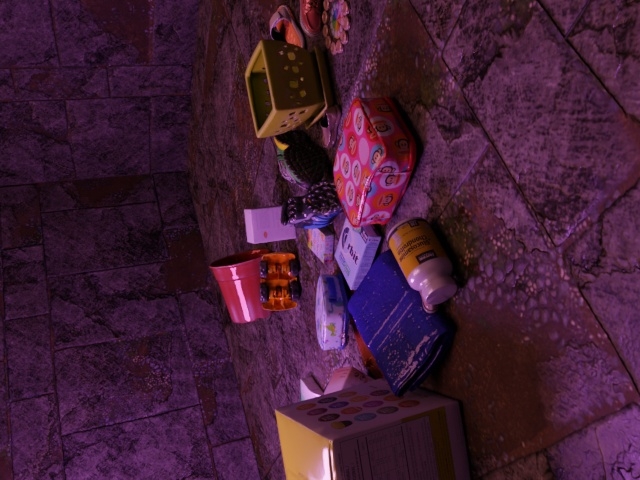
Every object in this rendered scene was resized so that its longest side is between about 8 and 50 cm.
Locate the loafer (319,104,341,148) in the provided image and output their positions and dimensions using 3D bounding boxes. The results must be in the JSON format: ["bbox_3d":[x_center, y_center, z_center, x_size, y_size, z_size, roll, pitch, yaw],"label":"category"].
[{"bbox_3d":[0.022,-0.338,1.767,0.148,0.050,0.056,102,151,-42],"label":"loafer"}]

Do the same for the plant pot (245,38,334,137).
[{"bbox_3d":[-0.091,-0.456,1.799,0.227,0.207,0.228,151,110,-67],"label":"plant pot"}]

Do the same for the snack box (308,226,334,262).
[{"bbox_3d":[0.000,0.000,1.959,0.141,0.037,0.100,-134,40,-57],"label":"snack box"}]

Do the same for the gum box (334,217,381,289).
[{"bbox_3d":[0.100,0.018,1.660,0.157,0.041,0.184,-115,34,-49],"label":"gum box"}]

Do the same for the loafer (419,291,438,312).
[{"bbox_3d":[0.240,0.104,1.348,0.039,0.045,0.125,79,179,-48],"label":"loafer"}]

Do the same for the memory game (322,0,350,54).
[{"bbox_3d":[0.042,-0.618,1.670,0.186,0.012,0.186,173,90,-69],"label":"memory game"}]

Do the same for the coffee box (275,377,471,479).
[{"bbox_3d":[0.121,0.550,1.403,0.337,0.334,0.338,-9,90,66],"label":"coffee box"}]

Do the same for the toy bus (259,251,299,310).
[{"bbox_3d":[-0.166,0.139,2.325,0.211,0.149,0.220,-117,26,-76],"label":"toy bus"}]

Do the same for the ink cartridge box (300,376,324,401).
[{"bbox_3d":[-0.012,0.639,2.199,0.224,0.056,0.181,-138,44,-62],"label":"ink cartridge box"}]

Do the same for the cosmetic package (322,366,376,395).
[{"bbox_3d":[0.052,0.516,1.665,0.296,0.129,0.153,-62,10,-24],"label":"cosmetic package"}]

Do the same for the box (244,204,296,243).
[{"bbox_3d":[-0.189,-0.064,2.239,0.091,0.170,0.130,-170,75,-68],"label":"box"}]

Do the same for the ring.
[{"bbox_3d":[0.150,0.236,1.668,0.336,0.032,0.337,171,90,-69],"label":"ring"}]

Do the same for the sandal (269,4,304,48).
[{"bbox_3d":[-0.124,-0.700,1.977,0.102,0.076,0.265,103,151,-43],"label":"sandal"}]

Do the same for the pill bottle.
[{"bbox_3d":[0.226,0.045,1.304,0.103,0.103,0.184,107,147,-48],"label":"pill bottle"}]

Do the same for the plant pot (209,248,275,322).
[{"bbox_3d":[-0.317,0.200,2.571,0.272,0.272,0.265,-169,65,-68],"label":"plant pot"}]

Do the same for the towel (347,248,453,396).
[{"bbox_3d":[0.192,0.193,1.453,0.228,0.076,0.308,-58,39,26],"label":"towel"}]

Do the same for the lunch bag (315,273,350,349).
[{"bbox_3d":[0.035,0.214,1.818,0.219,0.090,0.176,-100,12,-59],"label":"lunch bag"}]

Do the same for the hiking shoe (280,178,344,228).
[{"bbox_3d":[0.012,-0.106,1.807,0.304,0.132,0.113,-13,69,47],"label":"hiking shoe"}]

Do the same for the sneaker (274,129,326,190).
[{"bbox_3d":[-0.062,-0.245,1.945,0.343,0.134,0.146,-115,19,-58],"label":"sneaker"}]

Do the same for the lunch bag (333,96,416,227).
[{"bbox_3d":[0.116,-0.203,1.476,0.293,0.120,0.258,108,148,-49],"label":"lunch bag"}]

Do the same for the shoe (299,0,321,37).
[{"bbox_3d":[-0.026,-0.693,1.744,0.081,0.063,0.178,133,131,-70],"label":"shoe"}]
